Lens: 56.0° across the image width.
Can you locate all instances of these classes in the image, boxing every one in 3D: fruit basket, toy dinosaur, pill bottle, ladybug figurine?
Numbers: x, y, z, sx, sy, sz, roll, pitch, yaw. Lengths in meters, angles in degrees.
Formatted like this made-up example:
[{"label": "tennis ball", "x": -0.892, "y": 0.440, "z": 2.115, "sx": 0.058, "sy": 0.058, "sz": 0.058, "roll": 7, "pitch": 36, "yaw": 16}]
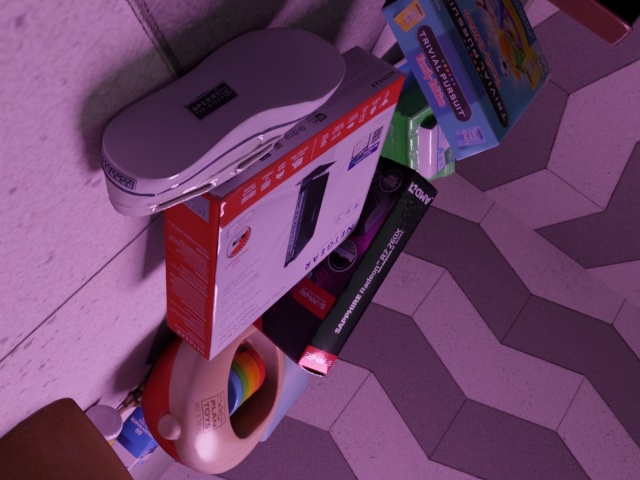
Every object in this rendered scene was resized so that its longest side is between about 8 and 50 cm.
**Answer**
[{"label": "fruit basket", "x": 0.271, "y": -0.279, "z": 1.228, "sx": 0.353, "sy": 0.165, "sz": 0.327, "roll": -32, "pitch": 142, "yaw": -18}, {"label": "toy dinosaur", "x": -0.342, "y": 0.298, "z": 1.176, "sx": 0.092, "sy": 0.053, "sz": 0.183, "roll": -38, "pitch": 175, "yaw": 37}, {"label": "pill bottle", "x": -0.375, "y": 0.329, "z": 0.990, "sx": 0.116, "sy": 0.065, "sz": 0.065, "roll": -55, "pitch": 172, "yaw": 29}, {"label": "ladybug figurine", "x": -0.202, "y": 0.272, "z": 1.166, "sx": 0.449, "sy": 0.161, "sz": 0.305, "roll": -11, "pitch": 99, "yaw": -73}]

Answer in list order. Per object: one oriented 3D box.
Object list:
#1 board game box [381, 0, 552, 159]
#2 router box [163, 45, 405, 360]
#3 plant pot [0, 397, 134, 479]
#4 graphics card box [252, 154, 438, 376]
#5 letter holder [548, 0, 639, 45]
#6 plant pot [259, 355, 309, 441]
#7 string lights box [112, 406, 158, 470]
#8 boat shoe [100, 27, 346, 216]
[{"label": "board game box", "x": 0.260, "y": -0.321, "z": 0.993, "sx": 0.079, "sy": 0.254, "sz": 0.336, "roll": -18, "pitch": -161, "yaw": 42}, {"label": "router box", "x": -0.048, "y": -0.049, "z": 0.773, "sx": 0.335, "sy": 0.082, "sz": 0.301, "roll": -41, "pitch": 158, "yaw": -36}, {"label": "plant pot", "x": -0.328, "y": 0.383, "z": 0.799, "sx": 0.237, "sy": 0.254, "sz": 0.237, "roll": -52, "pitch": 173, "yaw": -9}, {"label": "graphics card box", "x": 0.012, "y": 0.016, "z": 1.053, "sx": 0.094, "sy": 0.233, "sz": 0.371, "roll": 33, "pitch": 90, "yaw": -45}, {"label": "letter holder", "x": 0.352, "y": -0.433, "z": 0.826, "sx": 0.152, "sy": 0.302, "sz": 0.214, "roll": -54, "pitch": 173, "yaw": 16}, {"label": "plant pot", "x": -0.159, "y": 0.288, "z": 1.510, "sx": 0.248, "sy": 0.247, "sz": 0.252, "roll": -42, "pitch": 155, "yaw": -53}, {"label": "string lights box", "x": -0.355, "y": 0.383, "z": 1.341, "sx": 0.260, "sy": 0.076, "sz": 0.133, "roll": -51, "pitch": 173, "yaw": -10}, {"label": "boat shoe", "x": -0.081, "y": -0.108, "z": 0.552, "sx": 0.267, "sy": 0.096, "sz": 0.088, "roll": -46, "pitch": 175, "yaw": -34}]
